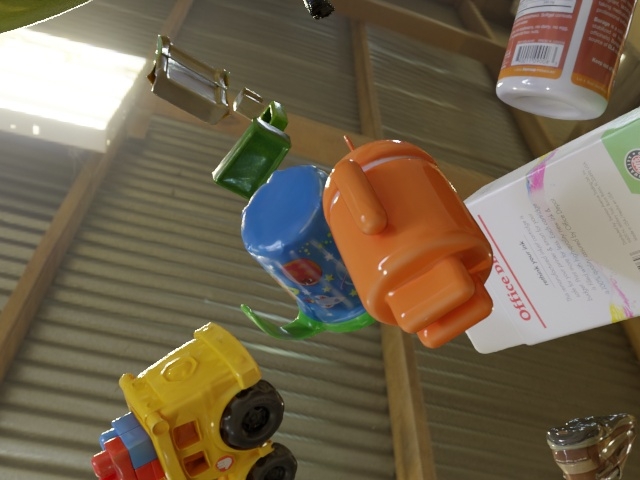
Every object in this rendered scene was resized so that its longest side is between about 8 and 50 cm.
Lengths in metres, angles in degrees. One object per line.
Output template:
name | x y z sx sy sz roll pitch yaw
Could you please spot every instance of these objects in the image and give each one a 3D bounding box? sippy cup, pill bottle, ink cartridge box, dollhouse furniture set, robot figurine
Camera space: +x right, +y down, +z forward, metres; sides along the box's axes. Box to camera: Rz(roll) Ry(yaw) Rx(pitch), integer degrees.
sippy cup | 0.000 0.000 1.052 0.224 0.240 0.305 41 -130 -41
pill bottle | 0.281 -0.252 0.719 0.121 0.216 0.121 16 -178 -1
ink cartridge box | 0.307 -0.005 0.793 0.119 0.354 0.207 -34 -86 -45
dollhouse furniture set | -0.226 -0.244 1.303 0.302 0.151 0.197 27 -152 -26
robot figurine | 0.078 -0.007 0.616 0.158 0.128 0.219 -2 -134 -24

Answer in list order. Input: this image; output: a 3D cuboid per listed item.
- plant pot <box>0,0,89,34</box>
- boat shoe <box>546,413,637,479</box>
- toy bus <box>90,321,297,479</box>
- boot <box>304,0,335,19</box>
plant pot | -0.396 -0.467 0.974 0.294 0.274 0.274 -7 -141 4
boat shoe | 0.556 0.423 1.317 0.324 0.123 0.119 6 -110 -46
toy bus | -0.154 0.242 0.764 0.212 0.220 0.149 -27 -149 -27
boot | -0.025 -0.382 0.950 0.121 0.045 0.099 -4 -108 -68
